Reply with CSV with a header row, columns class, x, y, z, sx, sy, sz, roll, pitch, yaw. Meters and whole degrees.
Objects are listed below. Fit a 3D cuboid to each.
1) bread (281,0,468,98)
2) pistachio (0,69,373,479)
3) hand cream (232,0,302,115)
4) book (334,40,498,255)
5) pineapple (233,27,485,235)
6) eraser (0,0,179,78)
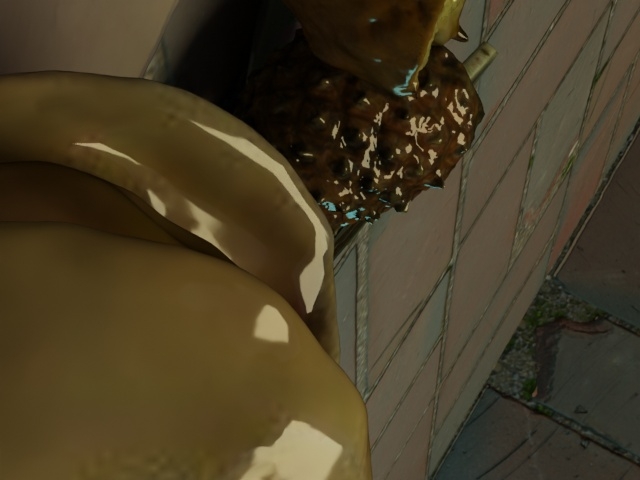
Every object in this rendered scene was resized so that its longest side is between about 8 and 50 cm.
class,x,y,z,sx,sy,sz,roll,pitch,yaw
bread,0.033,-0.182,0.643,0.143,0.139,0.229,-47,164,-46
pistachio,-0.115,0.097,0.465,0.321,0.238,0.229,-49,-148,23
hand cream,-0.009,-0.130,0.802,0.079,0.050,0.275,-91,-166,-64
book,0.000,0.000,0.987,0.208,0.020,0.295,-53,176,40
pineapple,-0.019,-0.033,0.744,0.198,0.108,0.108,-36,156,-20
eraser,-0.090,-0.114,0.496,0.204,0.059,0.243,-39,149,-59
